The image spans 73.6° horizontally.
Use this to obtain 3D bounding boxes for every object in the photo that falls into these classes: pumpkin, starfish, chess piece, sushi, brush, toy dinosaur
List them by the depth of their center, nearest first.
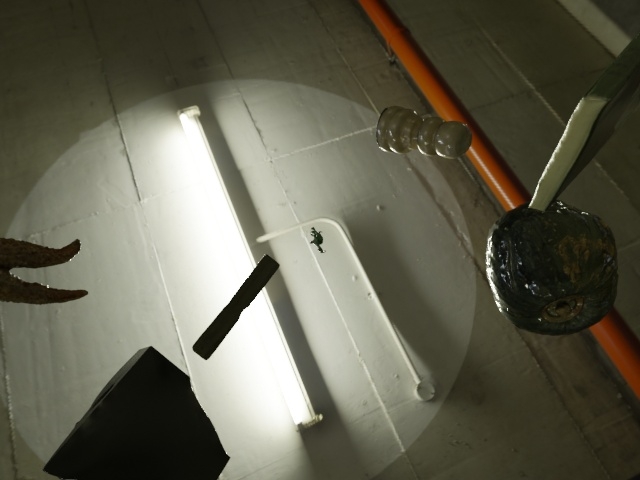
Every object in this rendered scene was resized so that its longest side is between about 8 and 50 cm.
[{"bbox_3d":[-0.135,0.106,0.692,0.034,0.027,0.190,36,-104,1],"label":"brush"},{"bbox_3d":[-0.301,0.343,0.735,0.227,0.212,0.215,46,-125,-14],"label":"sushi"},{"bbox_3d":[-0.614,0.046,0.739,0.375,0.094,0.327,31,-123,-10],"label":"starfish"},{"bbox_3d":[0.000,0.000,0.937,0.021,0.083,0.062,-42,-109,26],"label":"toy dinosaur"},{"bbox_3d":[0.544,0.058,1.012,0.292,0.327,0.257,-12,-141,8],"label":"pumpkin"},{"bbox_3d":[0.295,-0.294,1.202,0.143,0.142,0.261,-43,-136,-20],"label":"chess piece"}]

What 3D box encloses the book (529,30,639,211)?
[{"bbox_3d":[0.317,-0.171,0.417,0.026,0.201,0.289,40,-97,25],"label":"book"}]
